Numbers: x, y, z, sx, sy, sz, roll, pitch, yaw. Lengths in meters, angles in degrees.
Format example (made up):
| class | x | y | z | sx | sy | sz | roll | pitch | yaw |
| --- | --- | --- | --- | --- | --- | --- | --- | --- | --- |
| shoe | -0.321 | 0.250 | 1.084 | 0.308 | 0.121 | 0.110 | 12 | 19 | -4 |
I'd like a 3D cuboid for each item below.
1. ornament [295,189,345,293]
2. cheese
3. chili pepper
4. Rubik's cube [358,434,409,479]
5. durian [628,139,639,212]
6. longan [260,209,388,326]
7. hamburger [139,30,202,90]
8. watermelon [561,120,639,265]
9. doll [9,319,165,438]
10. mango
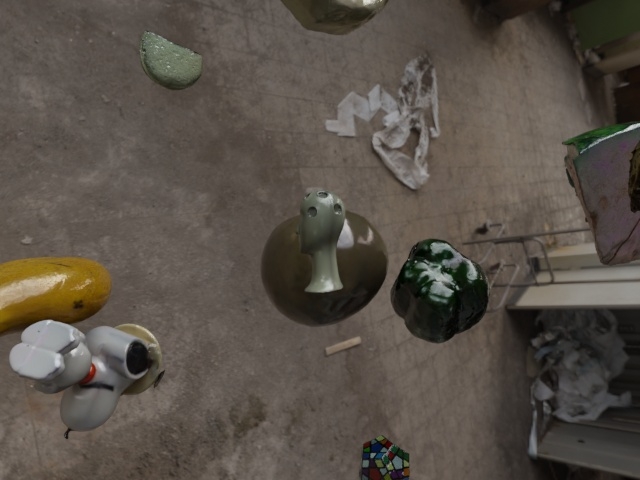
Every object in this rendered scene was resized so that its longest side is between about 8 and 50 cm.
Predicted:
| class | x | y | z | sx | sy | sz | roll | pitch | yaw |
| --- | --- | --- | --- | --- | --- | --- | --- | --- | --- |
| ornament | 0.000 | 0.000 | 0.676 | 0.075 | 0.081 | 0.156 | -7 | 94 | -77 |
| cheese | 0.021 | -0.613 | 0.964 | 0.327 | 0.115 | 0.317 | 2 | 79 | -34 |
| chili pepper | 0.307 | 0.134 | 1.144 | 0.233 | 0.249 | 0.256 | -47 | 154 | -16 |
| Rubik's cube | 0.150 | 0.533 | 1.030 | 0.133 | 0.133 | 0.111 | -32 | 104 | -44 |
| durian | 0.490 | -0.094 | 0.648 | 0.066 | 0.052 | 0.130 | -63 | 146 | -47 |
| longan | 0.006 | 0.070 | 1.205 | 0.361 | 0.361 | 0.360 | 10 | 76 | -45 |
| hamburger | -0.289 | -0.331 | 0.831 | 0.121 | 0.054 | 0.084 | 18 | 89 | -38 |
| watermelon | 0.567 | -0.109 | 0.846 | 0.320 | 0.222 | 0.292 | -25 | 111 | -7 |
| doll | -0.369 | 0.199 | 0.731 | 0.208 | 0.144 | 0.271 | -65 | 167 | -46 |
| mango | -0.455 | 0.084 | 0.687 | 0.262 | 0.158 | 0.108 | -17 | 124 | -66 |
